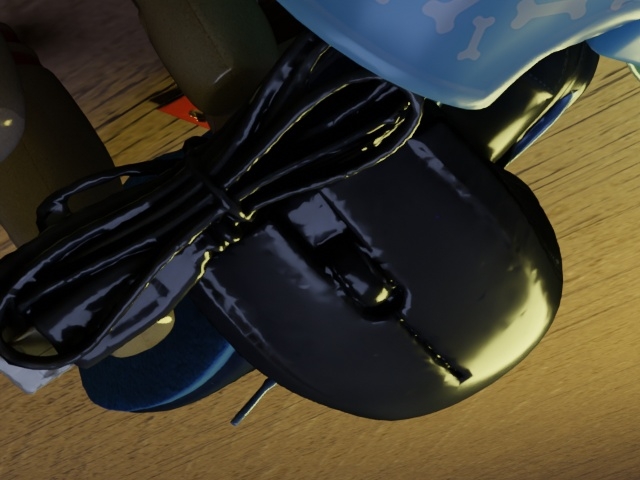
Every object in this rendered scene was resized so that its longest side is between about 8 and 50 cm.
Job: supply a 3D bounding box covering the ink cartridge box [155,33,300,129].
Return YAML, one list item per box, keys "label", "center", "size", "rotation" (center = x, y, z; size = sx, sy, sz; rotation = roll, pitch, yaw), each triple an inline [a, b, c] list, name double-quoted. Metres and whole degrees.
- label: "ink cartridge box"
  center: [-0.018, -0.068, 0.833]
  size: [0.115, 0.029, 0.063]
  rotation: [-23, 157, 30]

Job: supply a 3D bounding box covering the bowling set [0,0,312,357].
- label: "bowling set"
  center: [-0.063, -0.089, 0.633]
  size: [0.200, 0.154, 0.287]
  rotation: [-29, 160, -5]

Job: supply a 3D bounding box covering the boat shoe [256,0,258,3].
- label: "boat shoe"
  center: [-0.044, -0.090, 0.747]
  size: [0.035, 0.035, 0.100]
  rotation: [-9, 161, -6]

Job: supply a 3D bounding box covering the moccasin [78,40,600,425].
- label: "moccasin"
  center: [0.000, 0.000, 0.788]
  size: [0.117, 0.138, 0.342]
  rotation: [1, 157, -37]

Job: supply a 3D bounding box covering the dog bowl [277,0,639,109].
- label: "dog bowl"
  center: [0.082, -0.120, 0.553]
  size: [0.297, 0.166, 0.074]
  rotation: [8, 140, -43]

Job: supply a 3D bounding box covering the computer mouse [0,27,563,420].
- label: "computer mouse"
  center: [0.017, 0.020, 0.636]
  size: [0.188, 0.072, 0.272]
  rotation: [-36, 154, 15]

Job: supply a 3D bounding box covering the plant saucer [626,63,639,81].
- label: "plant saucer"
  center: [0.289, -0.144, 0.769]
  size: [0.317, 0.044, 0.317]
  rotation: [-10, 161, -4]
